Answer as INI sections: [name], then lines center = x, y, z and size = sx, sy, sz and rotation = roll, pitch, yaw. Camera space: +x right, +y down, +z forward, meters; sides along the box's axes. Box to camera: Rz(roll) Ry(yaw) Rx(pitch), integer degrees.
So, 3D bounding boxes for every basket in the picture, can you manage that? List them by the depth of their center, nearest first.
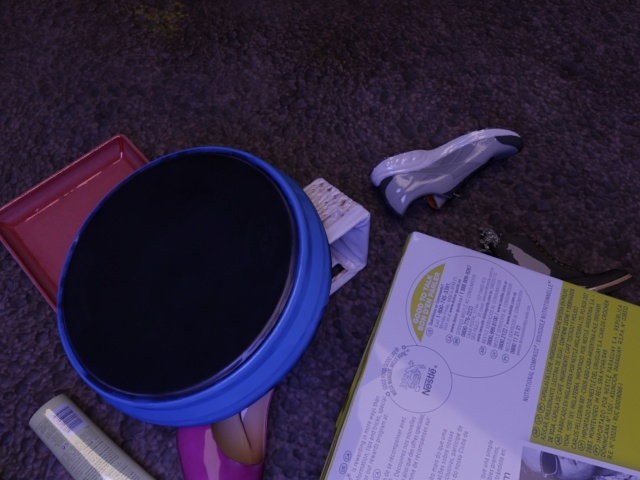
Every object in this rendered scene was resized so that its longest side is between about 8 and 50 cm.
[basket]
center = 0.000, 0.000, 0.941
size = 0.113, 0.167, 0.103
rotation = -38, 66, -18

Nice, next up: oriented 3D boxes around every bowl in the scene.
[bowl]
center = -0.181, 0.046, 0.836
size = 0.392, 0.077, 0.390
rotation = -8, 64, 17

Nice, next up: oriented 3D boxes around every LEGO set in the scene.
[LEGO set]
center = 0.290, 0.006, 1.026
size = 0.083, 0.023, 0.054
rotation = 31, 66, 13

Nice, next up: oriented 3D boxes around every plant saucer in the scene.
[plant saucer]
center = -0.351, -0.015, 0.999
size = 0.259, 0.047, 0.258
rotation = -38, 71, -20

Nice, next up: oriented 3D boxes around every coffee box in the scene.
[coffee box]
center = 0.186, 0.245, 0.728
size = 0.335, 0.337, 0.338
rotation = 19, 65, 8

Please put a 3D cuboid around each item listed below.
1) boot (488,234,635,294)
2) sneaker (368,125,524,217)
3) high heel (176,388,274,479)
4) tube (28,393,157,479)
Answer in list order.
[boot]
center = 0.378, 0.039, 0.979
size = 0.198, 0.077, 0.137
rotation = -14, 70, -9
[sneaker]
center = 0.222, -0.116, 1.054
size = 0.272, 0.100, 0.107
rotation = -20, 80, -8
[high heel]
center = -0.092, 0.195, 0.823
size = 0.181, 0.127, 0.377
rotation = -28, 58, 31
[tube]
center = -0.293, 0.313, 0.838
size = 0.240, 0.062, 0.070
rotation = 41, 112, 11
